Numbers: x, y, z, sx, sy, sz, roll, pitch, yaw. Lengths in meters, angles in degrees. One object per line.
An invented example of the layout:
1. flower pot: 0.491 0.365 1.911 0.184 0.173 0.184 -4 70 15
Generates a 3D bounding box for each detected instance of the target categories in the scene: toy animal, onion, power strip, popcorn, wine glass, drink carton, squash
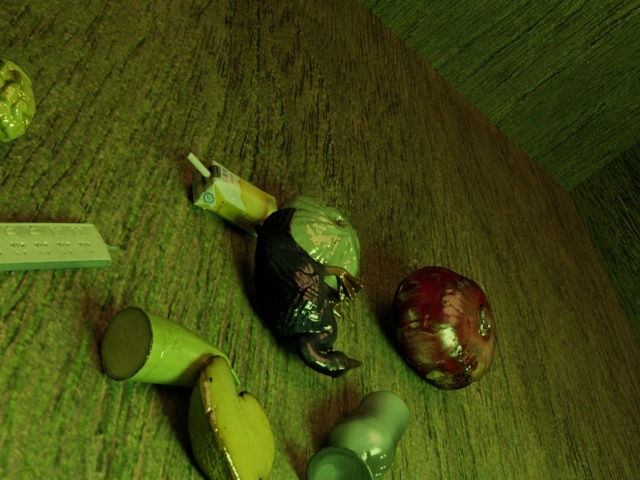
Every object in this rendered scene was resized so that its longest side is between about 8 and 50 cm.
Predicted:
1. toy animal: -0.026 0.085 1.373 0.185 0.122 0.298 -21 79 -50
2. onion: 0.243 0.166 1.620 0.246 0.190 0.246 35 45 -44
3. power strip: -0.353 0.009 1.079 0.252 0.027 0.060 -1 56 -58
4. popcorn: -0.440 -0.188 1.127 0.120 0.116 0.106 25 -4 8
5. wine glass: 0.064 0.308 1.257 0.103 0.103 0.231 52 22 4
6. drink carton: -0.166 -0.080 1.432 0.200 0.074 0.084 30 33 -33
7. squash: -0.179 0.165 1.103 0.224 0.094 0.094 33 30 -47

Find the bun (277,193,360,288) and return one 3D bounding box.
1. bun: 0.000 0.000 1.542 0.195 0.118 0.195 41 25 -24

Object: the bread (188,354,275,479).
1. bread: -0.120 0.241 1.091 0.188 0.065 0.149 68 21 -1
